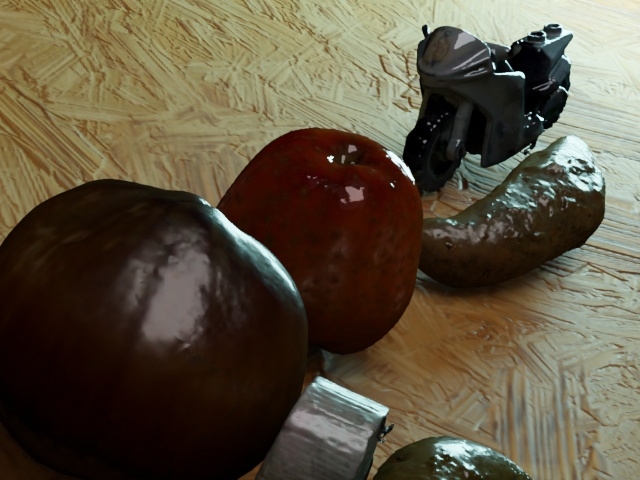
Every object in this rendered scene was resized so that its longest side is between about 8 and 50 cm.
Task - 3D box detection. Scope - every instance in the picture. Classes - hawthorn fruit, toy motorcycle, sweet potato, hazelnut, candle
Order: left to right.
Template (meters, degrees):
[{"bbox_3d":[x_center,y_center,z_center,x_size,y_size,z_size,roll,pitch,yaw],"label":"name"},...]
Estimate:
[{"bbox_3d":[-0.133,0.063,1.326,0.217,0.217,0.251,-15,32,-43],"label":"hazelnut"},{"bbox_3d":[-0.012,0.181,1.298,0.068,0.192,0.168,26,77,7],"label":"candle"},{"bbox_3d":[0.000,0.000,1.526,0.189,0.189,0.189,15,34,-10],"label":"hawthorn fruit"},{"bbox_3d":[0.083,0.204,1.344,0.098,0.124,0.310,-11,7,38],"label":"sweet potato"},{"bbox_3d":[0.165,-0.151,1.844,0.106,0.159,0.270,18,33,34],"label":"toy motorcycle"},{"bbox_3d":[0.204,-0.034,1.766,0.114,0.092,0.341,19,28,26],"label":"sweet potato"}]
